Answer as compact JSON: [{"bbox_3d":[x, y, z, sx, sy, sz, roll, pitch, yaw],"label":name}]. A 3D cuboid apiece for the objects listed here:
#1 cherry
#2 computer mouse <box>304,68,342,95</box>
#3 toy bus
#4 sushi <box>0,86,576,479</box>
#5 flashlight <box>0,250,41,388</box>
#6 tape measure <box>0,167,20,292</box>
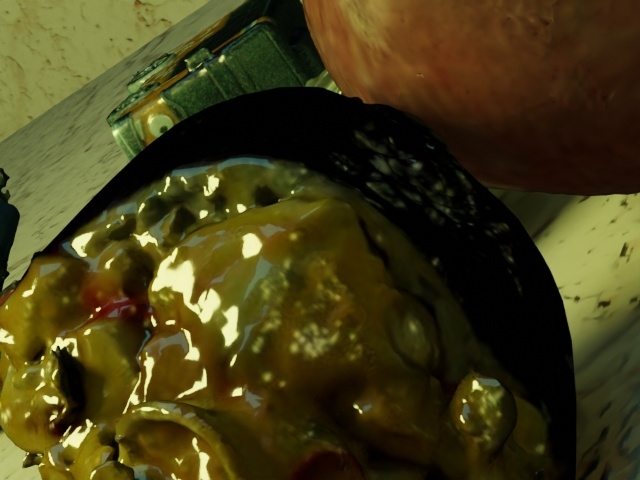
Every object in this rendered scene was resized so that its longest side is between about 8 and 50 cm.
[{"bbox_3d":[0.119,-0.126,0.809,0.261,0.221,0.307,-2,15,39],"label":"cherry"},{"bbox_3d":[0.006,0.002,0.967,0.389,0.115,0.199,-59,6,-30],"label":"computer mouse"},{"bbox_3d":[-0.059,-0.100,1.418,0.167,0.138,0.275,-33,12,11],"label":"toy bus"},{"bbox_3d":[-0.016,0.063,0.677,0.200,0.213,0.204,-56,-9,22],"label":"sushi"},{"bbox_3d":[-0.197,0.055,1.374,0.093,0.093,0.232,-36,8,6],"label":"flashlight"},{"bbox_3d":[-0.288,0.056,1.318,0.351,0.098,0.215,-112,36,-85],"label":"tape measure"}]
